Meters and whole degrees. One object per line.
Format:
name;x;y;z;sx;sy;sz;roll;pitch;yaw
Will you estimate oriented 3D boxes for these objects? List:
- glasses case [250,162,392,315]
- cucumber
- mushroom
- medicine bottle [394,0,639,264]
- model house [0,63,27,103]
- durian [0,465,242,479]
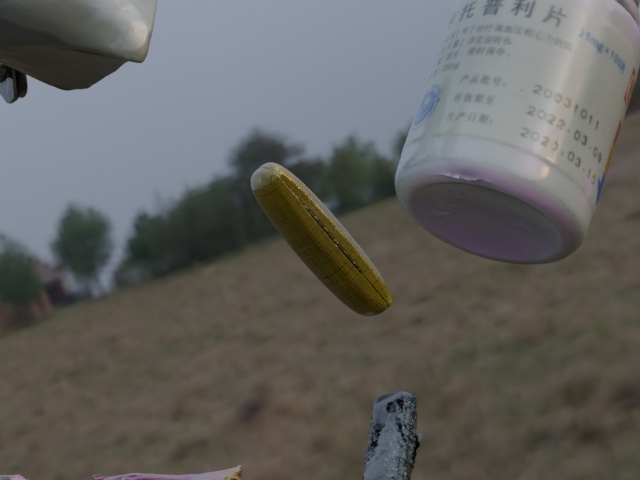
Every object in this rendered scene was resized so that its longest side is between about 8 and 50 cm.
glasses case;0.000;0.000;2.407;0.064;0.234;0.079;-45;16;-16
cucumber;0.059;0.194;1.682;0.043;0.044;0.257;-16;17;10
mushroom;-0.305;-0.227;1.345;0.397;0.126;0.177;24;-7;-20
medicine bottle;0.182;-0.139;1.679;0.170;0.170;0.293;-19;45;58
model house;-0.396;-0.260;1.979;0.154;0.207;0.294;-18;-25;-20
durian;-0.189;0.222;1.411;0.260;0.154;0.186;-6;-23;2
